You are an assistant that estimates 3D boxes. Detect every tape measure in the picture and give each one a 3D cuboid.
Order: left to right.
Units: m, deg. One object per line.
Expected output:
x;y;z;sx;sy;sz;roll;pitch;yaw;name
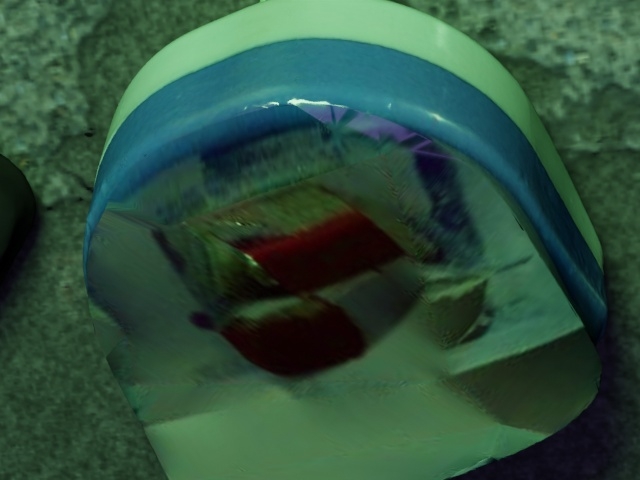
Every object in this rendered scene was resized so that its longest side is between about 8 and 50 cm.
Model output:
0.001;0.001;1.028;0.259;0.138;0.262;-21;117;19;tape measure

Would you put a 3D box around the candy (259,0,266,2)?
-0.008;-0.146;1.036;0.025;0.023;0.083;35;112;2;candy

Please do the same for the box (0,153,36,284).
-0.349;0.004;1.152;0.290;0.073;0.289;32;118;-4;box
